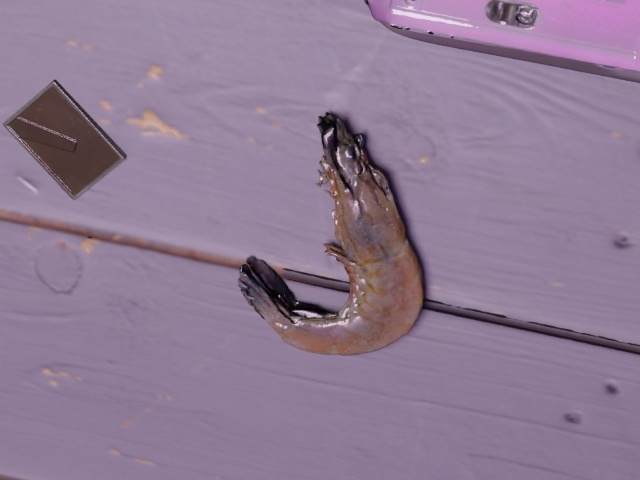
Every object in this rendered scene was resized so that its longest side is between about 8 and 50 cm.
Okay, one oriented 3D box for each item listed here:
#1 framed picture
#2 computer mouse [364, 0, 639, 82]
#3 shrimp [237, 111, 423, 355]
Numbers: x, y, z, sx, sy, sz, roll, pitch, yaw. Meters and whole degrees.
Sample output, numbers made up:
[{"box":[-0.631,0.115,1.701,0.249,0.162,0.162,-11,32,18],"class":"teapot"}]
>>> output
[{"box":[-0.216,-0.084,1.241,0.066,0.007,0.089,-36,105,24],"class":"framed picture"},{"box":[0.185,-0.198,1.079,0.310,0.072,0.158,11,119,4],"class":"computer mouse"},{"box":[0.000,0.000,1.225,0.152,0.046,0.219,-10,115,11],"class":"shrimp"}]
